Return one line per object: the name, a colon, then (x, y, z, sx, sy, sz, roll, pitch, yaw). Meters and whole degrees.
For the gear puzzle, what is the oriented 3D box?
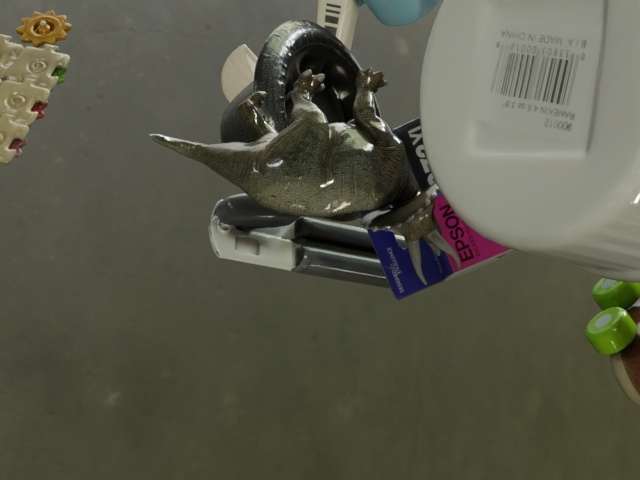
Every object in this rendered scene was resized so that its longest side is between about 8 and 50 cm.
gear puzzle: (-0.491, -0.244, 1.785, 0.044, 0.175, 0.339, 92, 13, -52)

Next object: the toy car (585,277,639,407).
toy car: (0.410, 0.094, 1.233, 0.155, 0.188, 0.149, 50, 33, -15)

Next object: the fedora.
fedora: (-0.041, -0.162, 1.685, 0.334, 0.152, 0.334, 31, 52, -51)

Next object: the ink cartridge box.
ink cartridge box: (0.207, -0.082, 1.239, 0.175, 0.371, 0.069, 68, 19, 8)

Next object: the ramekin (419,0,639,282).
ramekin: (0.198, -0.111, 0.832, 0.135, 0.277, 0.277, 6, 84, -38)

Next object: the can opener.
can opener: (0.000, 0.000, 1.403, 0.283, 0.095, 0.076, 11, 66, -25)

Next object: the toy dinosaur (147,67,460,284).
toy dinosaur: (0.000, -0.077, 1.090, 0.314, 0.121, 0.160, 11, 50, -23)

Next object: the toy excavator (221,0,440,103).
toy excavator: (0.056, -0.422, 1.911, 0.222, 0.433, 0.445, 42, 50, -61)
